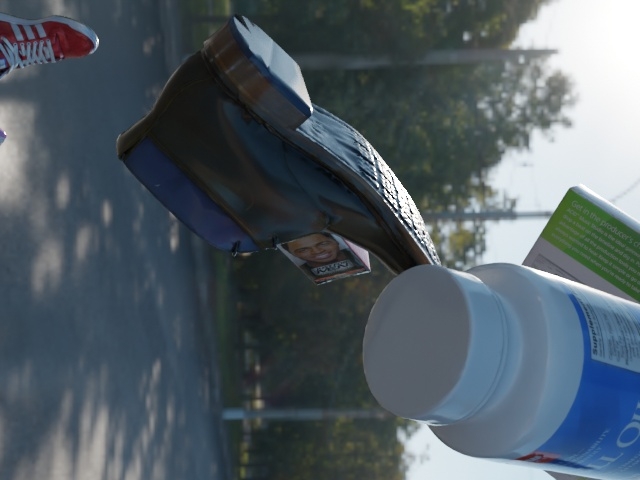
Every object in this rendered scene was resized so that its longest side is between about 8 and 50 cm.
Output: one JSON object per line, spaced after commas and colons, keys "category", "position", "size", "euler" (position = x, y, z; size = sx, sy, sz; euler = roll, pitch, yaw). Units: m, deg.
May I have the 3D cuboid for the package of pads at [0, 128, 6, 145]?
{"category": "package of pads", "position": [-0.373, -0.123, 1.143], "size": [0.032, 0.083, 0.050], "euler": [-58, 159, 3]}

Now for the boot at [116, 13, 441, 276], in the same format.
{"category": "boot", "position": [-0.020, -0.027, 0.667], "size": [0.219, 0.106, 0.082], "euler": [46, 18, -28]}

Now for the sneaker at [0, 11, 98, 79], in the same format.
{"category": "sneaker", "position": [-0.258, -0.165, 0.959], "size": [0.042, 0.118, 0.067], "euler": [87, 14, -45]}

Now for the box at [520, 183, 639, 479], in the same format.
{"category": "box", "position": [0.321, 0.126, 1.331], "size": [0.058, 0.232, 0.322], "euler": [-18, 141, -62]}

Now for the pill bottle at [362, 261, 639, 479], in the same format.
{"category": "pill bottle", "position": [0.136, 0.083, 0.701], "size": [0.124, 0.221, 0.124], "euler": [-22, -120, 46]}

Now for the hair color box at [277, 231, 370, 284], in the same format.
{"category": "hair color box", "position": [0.000, 0.000, 1.227], "size": [0.141, 0.072, 0.043], "euler": [47, 32, -58]}
